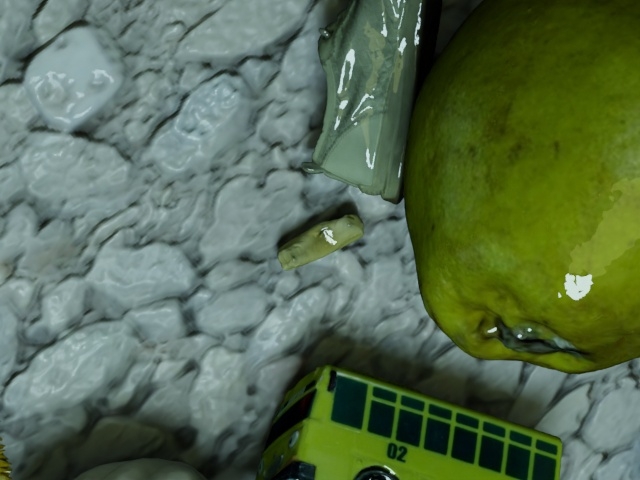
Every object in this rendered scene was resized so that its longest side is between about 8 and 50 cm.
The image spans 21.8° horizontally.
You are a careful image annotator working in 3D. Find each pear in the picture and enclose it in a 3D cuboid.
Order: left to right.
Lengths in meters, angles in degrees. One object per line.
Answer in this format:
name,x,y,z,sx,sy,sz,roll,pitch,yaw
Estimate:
pear,0.238,-0.076,1.363,0.413,0.352,0.352,-47,111,-33

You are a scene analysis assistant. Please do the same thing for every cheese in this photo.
cheese,0.000,0.000,1.494,0.083,0.044,0.030,-25,91,-3

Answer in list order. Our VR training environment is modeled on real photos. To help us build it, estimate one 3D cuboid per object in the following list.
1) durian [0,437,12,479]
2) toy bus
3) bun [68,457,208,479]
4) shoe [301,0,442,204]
durian,-0.355,0.174,1.415,0.183,0.132,0.165,-7,108,-5
toy bus,0.077,0.211,1.502,0.262,0.128,0.150,19,61,-16
bun,-0.135,0.281,1.481,0.263,0.175,0.263,11,128,15
shoe,0.048,-0.172,1.437,0.098,0.103,0.274,9,96,8
